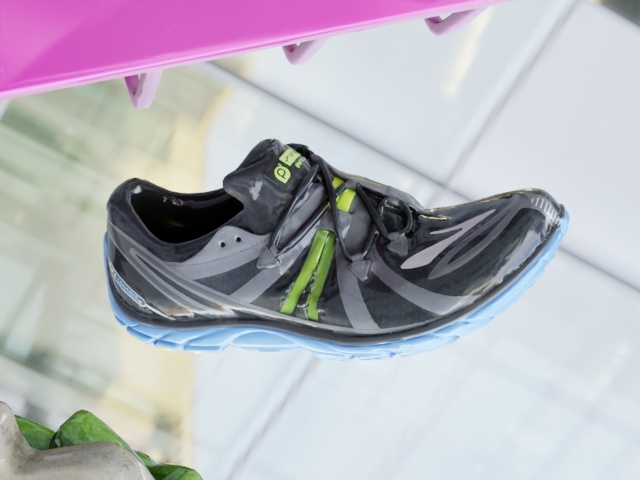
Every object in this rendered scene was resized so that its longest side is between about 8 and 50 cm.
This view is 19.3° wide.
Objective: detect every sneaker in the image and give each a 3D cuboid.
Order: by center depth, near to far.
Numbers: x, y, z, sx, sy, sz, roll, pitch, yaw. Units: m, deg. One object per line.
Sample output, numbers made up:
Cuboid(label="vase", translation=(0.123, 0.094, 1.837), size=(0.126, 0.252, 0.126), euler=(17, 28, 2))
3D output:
Cuboid(label="sneaker", translation=(0.000, 0.000, 0.715), size=(0.067, 0.188, 0.078), euler=(-58, 141, -57))

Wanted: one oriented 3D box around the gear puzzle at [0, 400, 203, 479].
Cuboid(label="gear puzzle", translation=(-0.049, 0.100, 0.432), size=(0.175, 0.339, 0.044), euler=(-15, -156, 46))

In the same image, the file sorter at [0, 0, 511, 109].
Cuboid(label="file sorter", translation=(-0.086, -0.154, 0.727), size=(0.182, 0.290, 0.202), euler=(158, -80, -80))
